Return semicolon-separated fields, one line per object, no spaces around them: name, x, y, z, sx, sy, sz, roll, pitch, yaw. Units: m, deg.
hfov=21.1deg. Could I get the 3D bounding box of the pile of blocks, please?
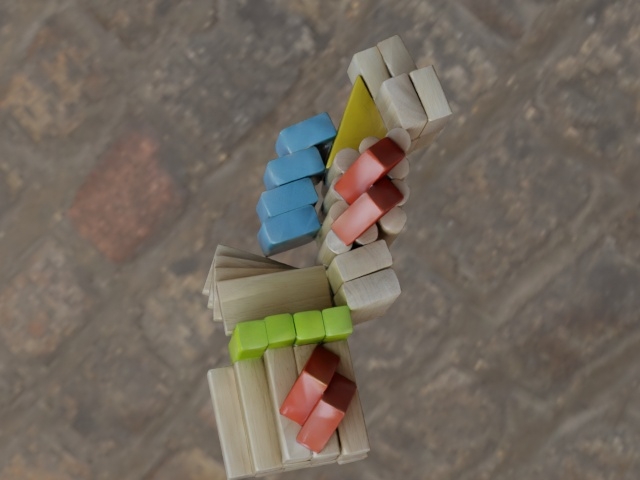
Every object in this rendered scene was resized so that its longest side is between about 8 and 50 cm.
pile of blocks;0.000;0.000;1.269;0.149;0.362;0.112;15;164;-4
